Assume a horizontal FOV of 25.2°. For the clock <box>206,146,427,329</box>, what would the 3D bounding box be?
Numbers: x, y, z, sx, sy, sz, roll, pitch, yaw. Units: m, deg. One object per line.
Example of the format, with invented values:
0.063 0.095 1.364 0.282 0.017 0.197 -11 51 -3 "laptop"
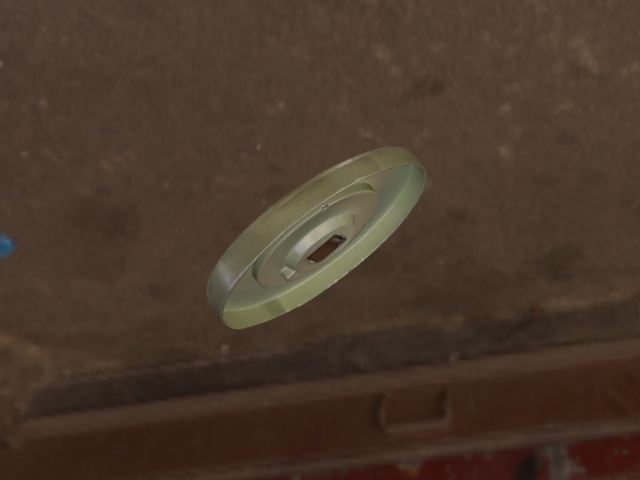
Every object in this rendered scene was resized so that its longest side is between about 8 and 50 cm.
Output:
0.000 0.000 1.309 0.235 0.029 0.235 -32 162 -12 "clock"
